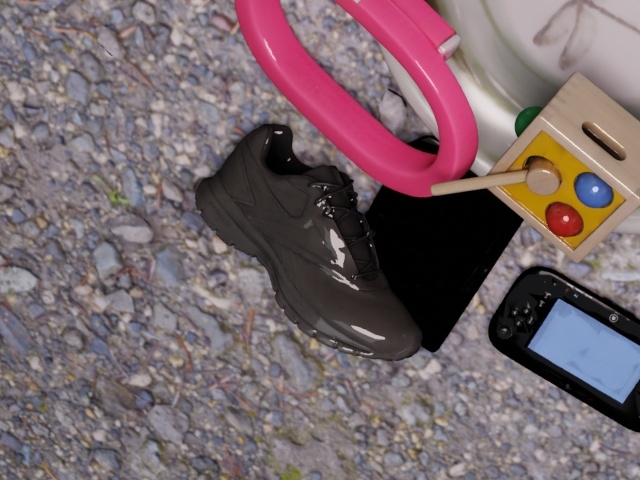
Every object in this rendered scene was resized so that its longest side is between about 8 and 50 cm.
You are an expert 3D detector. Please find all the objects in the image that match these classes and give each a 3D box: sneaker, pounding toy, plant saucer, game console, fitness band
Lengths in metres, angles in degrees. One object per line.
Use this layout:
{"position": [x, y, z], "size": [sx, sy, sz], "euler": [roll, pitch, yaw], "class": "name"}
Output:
{"position": [0.000, 0.000, 1.435], "size": [0.286, 0.109, 0.130], "euler": [44, 115, 18], "class": "sneaker"}
{"position": [0.194, -0.057, 1.245], "size": [0.141, 0.100, 0.130], "euler": [40, 144, 3], "class": "pounding toy"}
{"position": [0.230, -0.190, 1.247], "size": [0.400, 0.100, 0.400], "euler": [26, 142, 23], "class": "plant saucer"}
{"position": [0.206, 0.055, 1.453], "size": [0.361, 0.044, 0.213], "euler": [31, 122, 3], "class": "game console"}
{"position": [0.032, -0.166, 1.337], "size": [0.291, 0.054, 0.209], "euler": [46, 154, 13], "class": "fitness band"}
